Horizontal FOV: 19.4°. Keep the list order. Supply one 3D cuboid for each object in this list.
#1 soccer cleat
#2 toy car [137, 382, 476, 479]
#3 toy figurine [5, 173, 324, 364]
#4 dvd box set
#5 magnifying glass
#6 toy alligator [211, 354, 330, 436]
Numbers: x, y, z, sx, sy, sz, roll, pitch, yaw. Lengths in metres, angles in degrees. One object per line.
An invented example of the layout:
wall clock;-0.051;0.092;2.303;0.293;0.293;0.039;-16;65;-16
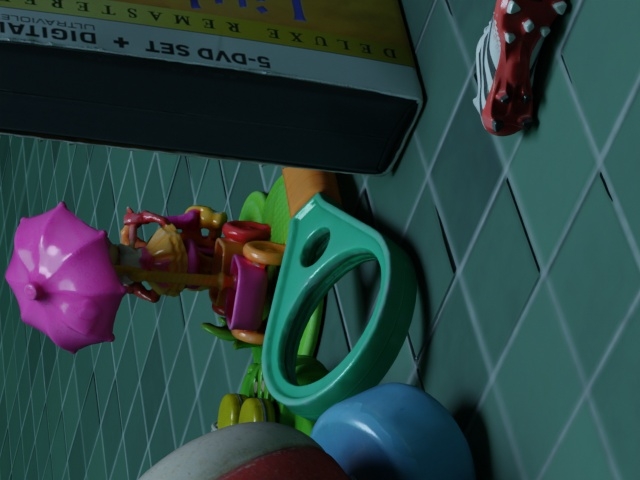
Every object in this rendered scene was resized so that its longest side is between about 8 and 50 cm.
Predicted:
soccer cleat;0.077;-0.082;0.750;0.035;0.029;0.083;-123;36;-56
toy car;0.002;0.211;0.727;0.238;0.219;0.210;44;134;30
toy figurine;-0.097;0.013;1.053;0.173;0.159;0.130;-133;50;-67
dvd box set;-0.131;-0.218;0.975;0.062;0.308;0.420;115;153;-43
magnifying glass;0.000;0.000;0.935;0.092;0.026;0.231;-45;28;23
toy alligator;-0.024;0.084;0.975;0.190;0.056;0.051;176;98;-72
